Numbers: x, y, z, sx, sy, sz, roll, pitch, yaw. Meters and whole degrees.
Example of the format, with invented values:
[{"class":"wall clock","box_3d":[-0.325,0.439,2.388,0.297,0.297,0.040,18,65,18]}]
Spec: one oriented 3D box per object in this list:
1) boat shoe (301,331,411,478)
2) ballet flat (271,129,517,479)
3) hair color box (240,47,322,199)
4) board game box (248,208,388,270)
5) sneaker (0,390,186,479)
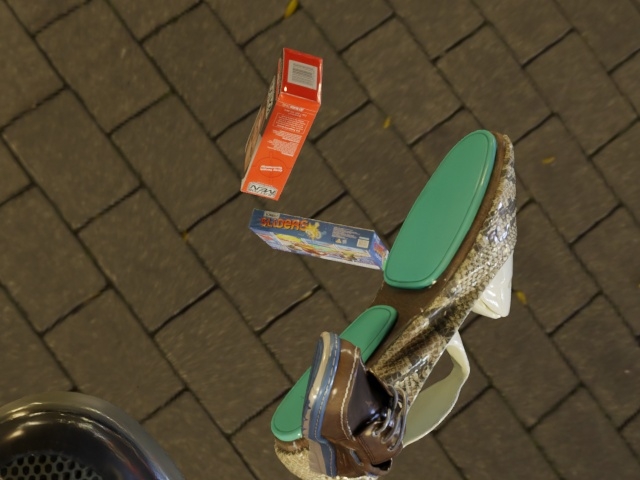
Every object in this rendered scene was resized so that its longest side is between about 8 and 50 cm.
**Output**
[{"class":"boat shoe","box_3d":[0.027,0.115,0.618,0.066,0.183,0.066,10,63,8]},{"class":"ballet flat","box_3d":[0.129,0.099,1.122,0.182,0.164,0.483,39,76,-23]},{"class":"hair color box","box_3d":[-0.040,-0.115,0.917,0.043,0.141,0.072,13,47,-13]},{"class":"board game box","box_3d":[0.000,0.000,1.470,0.201,0.136,0.035,11,78,16]},{"class":"sneaker","box_3d":[-0.072,0.167,0.285,0.087,0.130,0.227,-4,99,-6]}]
